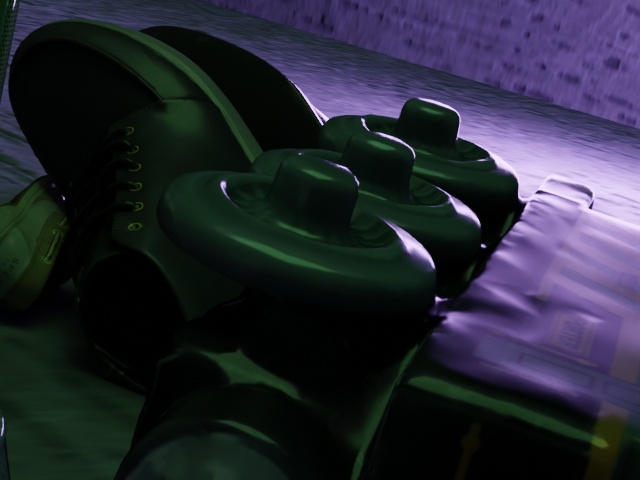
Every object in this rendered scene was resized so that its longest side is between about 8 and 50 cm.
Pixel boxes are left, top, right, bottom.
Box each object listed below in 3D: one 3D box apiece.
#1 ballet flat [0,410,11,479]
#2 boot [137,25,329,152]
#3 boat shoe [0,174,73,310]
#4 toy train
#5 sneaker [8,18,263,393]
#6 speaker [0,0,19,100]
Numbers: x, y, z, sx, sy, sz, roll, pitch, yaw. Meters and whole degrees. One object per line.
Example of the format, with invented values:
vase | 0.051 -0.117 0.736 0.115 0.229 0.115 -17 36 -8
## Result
ballet flat | -0.123 0.057 0.410 0.077 0.079 0.221 13 10 3
boot | 0.004 -0.005 0.819 0.305 0.112 0.115 35 8 28
boat shoe | -0.136 0.005 0.772 0.045 0.050 0.135 40 15 -4
toy train | 0.053 0.050 0.513 0.190 0.142 0.334 20 14 10
sneaker | -0.086 -0.023 0.722 0.222 0.083 0.118 43 27 21
speaker | -0.170 -0.107 0.613 0.131 0.296 0.131 13 11 -2
